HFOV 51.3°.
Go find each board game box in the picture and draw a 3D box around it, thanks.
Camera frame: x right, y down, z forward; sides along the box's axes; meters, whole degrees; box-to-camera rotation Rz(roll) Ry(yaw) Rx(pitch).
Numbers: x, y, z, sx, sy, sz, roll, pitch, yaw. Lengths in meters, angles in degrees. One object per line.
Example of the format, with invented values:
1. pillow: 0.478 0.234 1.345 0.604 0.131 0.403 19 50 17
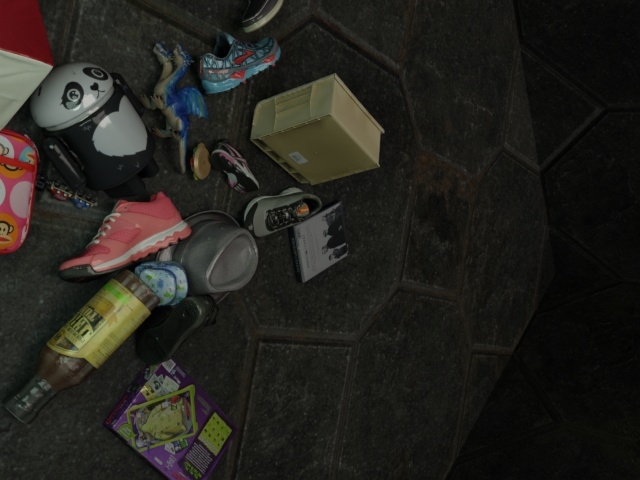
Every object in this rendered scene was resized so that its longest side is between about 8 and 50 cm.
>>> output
1. board game box: -0.348 0.449 1.606 0.208 0.056 0.347 -59 136 -34

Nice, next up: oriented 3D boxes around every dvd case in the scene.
1. dvd case: 0.000 0.000 1.995 0.238 0.029 0.179 -29 118 -45

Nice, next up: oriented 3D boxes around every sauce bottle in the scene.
1. sauce bottle: -0.474 0.210 1.325 0.344 0.111 0.111 -49 132 -21

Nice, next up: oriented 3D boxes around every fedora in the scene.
1. fedora: -0.250 0.055 1.607 0.275 0.124 0.244 -36 122 -43

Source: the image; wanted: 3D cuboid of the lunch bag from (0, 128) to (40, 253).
1. lunch bag: -0.630 -0.116 1.111 0.293 0.120 0.258 14 79 -51

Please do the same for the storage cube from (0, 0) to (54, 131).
1. storage cube: -0.562 -0.313 1.043 0.183 0.215 0.193 11 50 -52

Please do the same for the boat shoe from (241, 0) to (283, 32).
1. boat shoe: -0.138 -0.638 1.672 0.092 0.102 0.285 49 54 -37

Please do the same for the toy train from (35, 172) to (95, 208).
1. toy train: -0.516 -0.097 1.322 0.158 0.027 0.036 28 77 -50

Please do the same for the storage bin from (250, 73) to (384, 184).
1. storage bin: -0.008 -0.279 1.766 0.262 0.260 0.123 38 49 -48

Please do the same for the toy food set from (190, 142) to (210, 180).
1. toy food set: -0.287 -0.187 1.593 0.082 0.020 0.083 -63 151 -55

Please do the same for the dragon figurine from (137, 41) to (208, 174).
1. dragon figurine: -0.314 -0.298 1.503 0.144 0.085 0.289 -46 128 -37

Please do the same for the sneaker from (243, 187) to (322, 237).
1. sneaker: -0.103 -0.078 1.789 0.271 0.108 0.100 -29 119 -45

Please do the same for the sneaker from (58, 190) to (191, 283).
1. sneaker: -0.428 -0.011 1.411 0.314 0.116 0.136 -30 98 -45

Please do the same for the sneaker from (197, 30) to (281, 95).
1. sneaker: -0.195 -0.455 1.619 0.262 0.104 0.125 -46 127 -38

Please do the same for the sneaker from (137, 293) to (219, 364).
1. sneaker: -0.312 0.198 1.507 0.087 0.227 0.130 51 23 13

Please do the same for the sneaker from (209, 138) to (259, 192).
1. sneaker: -0.206 -0.190 1.675 0.178 0.072 0.077 53 37 -51

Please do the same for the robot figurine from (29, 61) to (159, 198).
1. robot figurine: -0.431 -0.210 1.293 0.173 0.209 0.278 -28 127 0

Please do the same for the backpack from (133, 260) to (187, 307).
1. backpack: -0.353 0.099 1.478 0.114 0.084 0.105 -3 99 -17
